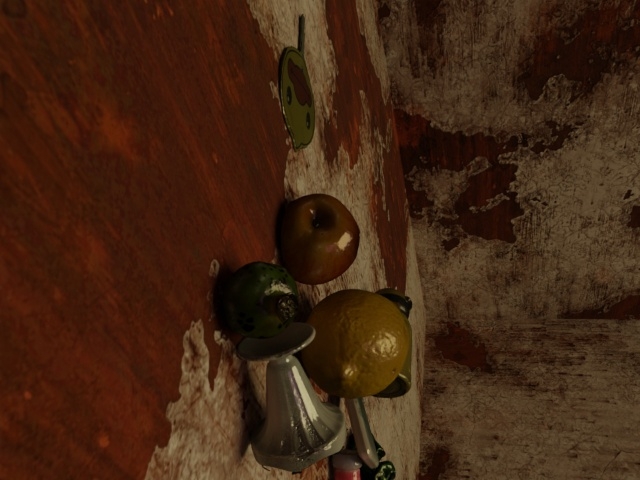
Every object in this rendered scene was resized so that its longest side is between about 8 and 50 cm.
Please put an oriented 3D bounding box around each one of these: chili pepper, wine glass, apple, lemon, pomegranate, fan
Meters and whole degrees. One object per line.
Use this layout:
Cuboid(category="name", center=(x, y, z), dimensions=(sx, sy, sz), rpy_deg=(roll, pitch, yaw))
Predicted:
Cuboid(category="chili pepper", center=(0.130, 0.597, 1.448), dimensions=(0.083, 0.099, 0.253), rpy_deg=(48, -4, -11))
Cuboid(category="wine glass", center=(-0.052, 0.246, 0.868), dimensions=(0.165, 0.165, 0.197), rpy_deg=(-42, 121, -69))
Cuboid(category="apple", center=(0.000, 0.000, 1.098), dimensions=(0.173, 0.160, 0.195), rpy_deg=(102, 4, -58))
Cuboid(category="lemon", center=(0.068, 0.218, 1.136), dimensions=(0.253, 0.228, 0.228), rpy_deg=(-20, 108, -55))
Cuboid(category="pomegranate", center=(-0.079, 0.092, 0.799), dimensions=(0.122, 0.161, 0.122), rpy_deg=(-4, 96, -36))
Cuboid(category="fan", center=(-0.046, -0.356, 1.193), dimensions=(0.229, 0.011, 0.335), rpy_deg=(36, 54, -69))

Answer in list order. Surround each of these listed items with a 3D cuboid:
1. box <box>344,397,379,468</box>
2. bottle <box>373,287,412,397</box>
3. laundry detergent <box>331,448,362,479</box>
Cuboid(category="box", center=(0.090, 0.427, 1.367), dimensions=(0.142, 0.044, 0.285), rpy_deg=(63, 10, -53))
Cuboid(category="bottle", center=(0.209, 0.310, 1.705), dimensions=(0.351, 0.171, 0.171), rpy_deg=(-78, 159, -44))
Cuboid(category="laundry detergent", center=(0.068, 0.695, 1.314), dimensions=(0.159, 0.087, 0.335), rpy_deg=(29, 60, -69))
